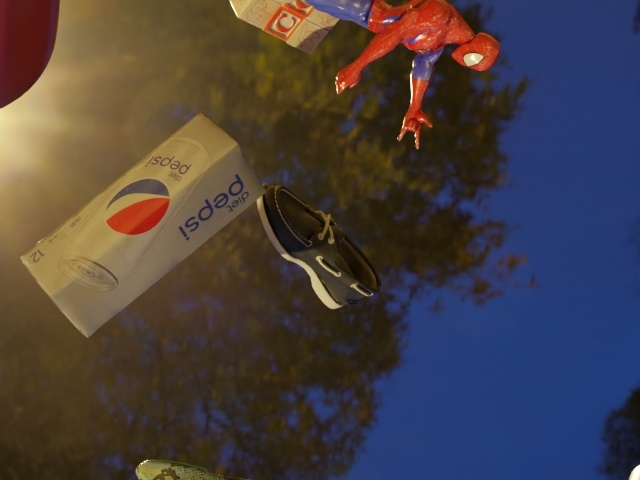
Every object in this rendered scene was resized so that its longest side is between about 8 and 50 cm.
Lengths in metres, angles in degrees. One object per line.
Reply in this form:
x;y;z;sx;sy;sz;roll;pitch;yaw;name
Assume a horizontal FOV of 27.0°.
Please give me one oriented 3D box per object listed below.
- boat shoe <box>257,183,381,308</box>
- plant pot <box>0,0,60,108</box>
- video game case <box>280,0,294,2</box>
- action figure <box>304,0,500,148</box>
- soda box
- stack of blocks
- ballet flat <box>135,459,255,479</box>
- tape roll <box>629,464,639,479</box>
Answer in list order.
0.000;0.000;2.146;0.091;0.302;0.114;-16;-127;23;boat shoe
-0.329;-0.272;1.106;0.275;0.243;0.275;13;-130;-16;plant pot
0.002;-0.376;1.535;0.022;0.190;0.173;14;179;-17;video game case
0.017;-0.176;1.193;0.280;0.139;0.091;18;-175;14;action figure
-0.211;-0.020;1.606;0.286;0.098;0.091;-39;-133;-10;soda box
-0.065;-0.382;1.805;0.171;0.087;0.297;21;-149;-38;stack of blocks
-0.129;0.300;1.546;0.188;0.070;0.070;8;-147;7;ballet flat
0.497;0.366;1.713;0.219;0.219;0.072;19;-121;13;tape roll
